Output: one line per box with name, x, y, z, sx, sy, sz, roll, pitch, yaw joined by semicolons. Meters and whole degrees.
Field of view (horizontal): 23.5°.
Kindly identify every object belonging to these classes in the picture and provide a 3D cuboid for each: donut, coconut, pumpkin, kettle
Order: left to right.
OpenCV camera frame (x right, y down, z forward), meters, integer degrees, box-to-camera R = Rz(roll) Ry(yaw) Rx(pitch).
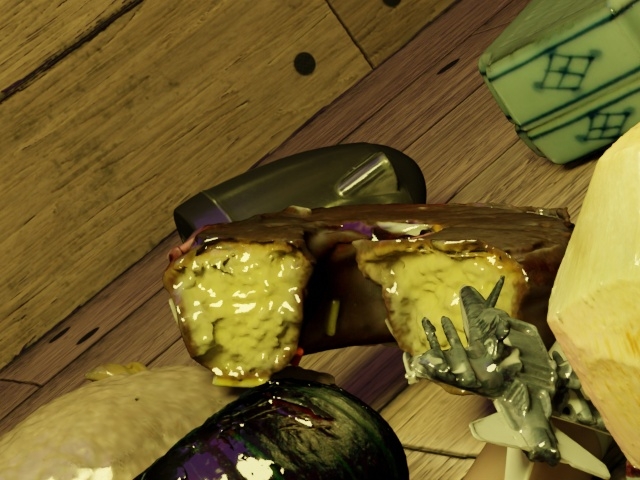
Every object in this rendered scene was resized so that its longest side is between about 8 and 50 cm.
pumpkin;-0.044;0.198;1.083;0.233;0.163;0.233;-36;0;0
kettle;0.005;0.002;1.742;0.271;0.251;0.207;-31;41;-11
donut;0.062;0.040;1.255;0.345;0.136;0.259;2;8;26
coconut;0.238;0.027;0.814;0.197;0.237;0.237;-38;12;-18

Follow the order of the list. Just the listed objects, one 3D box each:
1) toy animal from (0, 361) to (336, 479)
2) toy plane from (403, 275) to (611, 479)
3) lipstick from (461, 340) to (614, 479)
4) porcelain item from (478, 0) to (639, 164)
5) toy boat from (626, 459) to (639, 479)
toy animal;-0.160;0.206;1.280;0.358;0.188;0.226;-17;5;-36
toy plane;0.119;0.076;0.966;0.234;0.160;0.082;-94;27;-53
lipstick;0.137;0.149;0.992;0.070;0.070;0.254;-24;17;44
porcelain item;0.337;-0.222;1.662;0.281;0.157;0.286;-27;16;45
toy boat;0.262;0.084;0.970;0.229;0.046;0.080;-45;16;-29
